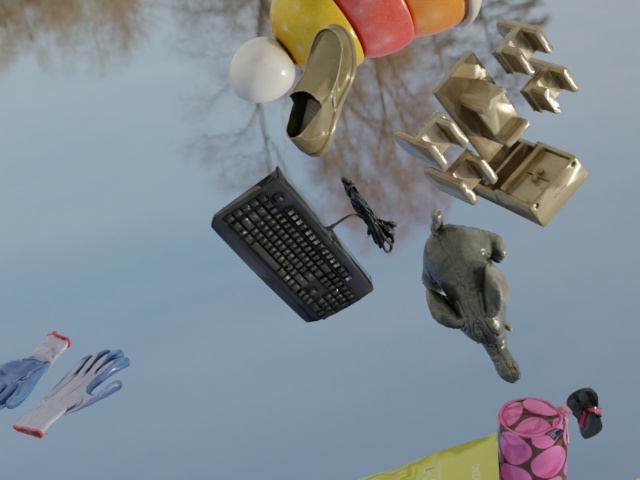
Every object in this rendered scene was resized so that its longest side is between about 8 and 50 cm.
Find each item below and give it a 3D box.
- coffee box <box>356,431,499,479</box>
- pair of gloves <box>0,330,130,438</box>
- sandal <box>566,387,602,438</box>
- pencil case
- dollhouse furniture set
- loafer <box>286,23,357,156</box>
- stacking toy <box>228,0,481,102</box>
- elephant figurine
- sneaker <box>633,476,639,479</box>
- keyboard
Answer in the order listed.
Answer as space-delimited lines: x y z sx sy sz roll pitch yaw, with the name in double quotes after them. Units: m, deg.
0.242 0.609 1.993 0.338 0.334 0.337 -21 -174 10 "coffee box"
-0.326 0.167 1.264 0.198 0.023 0.159 9 -143 36 "pair of gloves"
0.557 0.364 2.198 0.067 0.179 0.040 -29 -138 2 "sandal"
0.296 0.319 1.452 0.098 0.209 0.095 -15 -149 -16 "pencil case"
0.225 -0.149 1.427 0.212 0.242 0.161 -48 -146 -6 "dollhouse furniture set"
-0.001 -0.166 1.159 0.056 0.148 0.050 11 -178 38 "loafer"
0.022 -0.429 1.952 0.480 0.351 0.350 -37 -153 -7 "stacking toy"
0.262 0.097 1.795 0.186 0.169 0.239 7 -133 -20 "elephant figurine"
0.648 0.341 1.737 0.330 0.122 0.146 -40 -148 13 "sneaker"
0.000 0.000 1.486 0.201 0.317 0.033 -36 -130 4 "keyboard"
